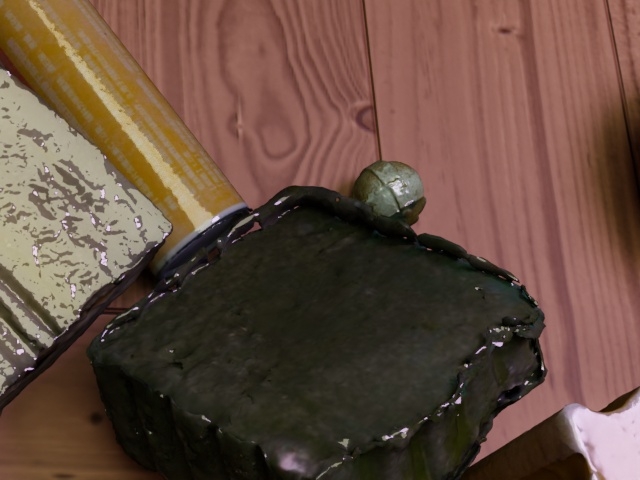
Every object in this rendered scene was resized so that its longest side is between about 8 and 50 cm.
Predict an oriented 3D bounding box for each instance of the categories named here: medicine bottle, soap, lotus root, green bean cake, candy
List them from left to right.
[{"bbox_3d":[-0.293,0.007,0.976,0.260,0.149,0.267,44,67,-1],"label":"lotus root"},{"bbox_3d":[-0.216,-0.162,1.098,0.108,0.108,0.426,-35,82,-28],"label":"medicine bottle"},{"bbox_3d":[0.000,0.000,1.141,0.202,0.061,0.061,-33,81,-20],"label":"candy"},{"bbox_3d":[0.002,0.091,0.984,0.255,0.132,0.241,21,45,37],"label":"green bean cake"},{"bbox_3d":[0.163,0.217,0.964,0.089,0.274,0.173,-12,72,-23],"label":"soap"}]
